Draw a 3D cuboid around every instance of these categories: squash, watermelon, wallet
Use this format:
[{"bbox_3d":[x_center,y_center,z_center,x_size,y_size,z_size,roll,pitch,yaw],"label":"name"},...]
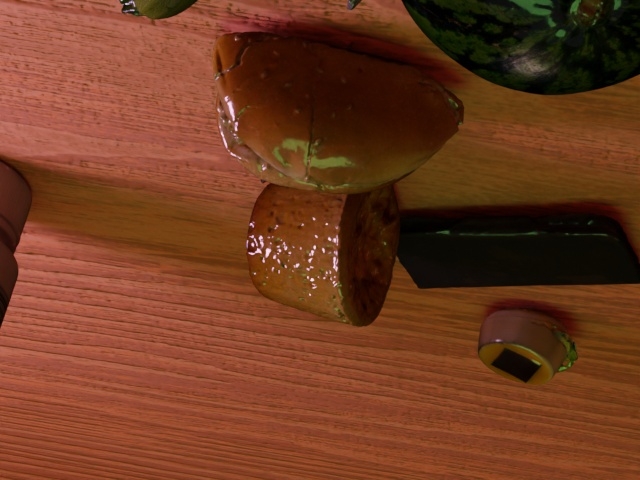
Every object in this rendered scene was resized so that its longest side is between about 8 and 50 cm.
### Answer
[{"bbox_3d":[-0.133,-0.276,1.380,0.066,0.066,0.252,24,150,-20],"label":"squash"},{"bbox_3d":[0.186,-0.257,1.085,0.285,0.285,0.285,10,151,5],"label":"watermelon"},{"bbox_3d":[0.244,0.014,1.766,0.309,0.042,0.165,-1,150,25],"label":"wallet"}]

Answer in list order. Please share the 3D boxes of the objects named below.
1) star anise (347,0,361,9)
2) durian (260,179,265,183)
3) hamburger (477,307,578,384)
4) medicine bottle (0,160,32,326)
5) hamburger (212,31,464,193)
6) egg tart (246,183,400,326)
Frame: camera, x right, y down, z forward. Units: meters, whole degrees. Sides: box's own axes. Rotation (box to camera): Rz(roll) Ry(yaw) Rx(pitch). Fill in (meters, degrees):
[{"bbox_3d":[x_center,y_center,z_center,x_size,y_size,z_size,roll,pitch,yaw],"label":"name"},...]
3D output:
[{"bbox_3d":[0.048,-0.283,1.307,0.208,0.063,0.172,27,152,-31],"label":"star anise"},{"bbox_3d":[-0.041,-0.108,1.634,0.110,0.071,0.140,24,160,-15],"label":"durian"},{"bbox_3d":[0.291,0.146,1.941,0.141,0.081,0.126,17,151,16],"label":"hamburger"},{"bbox_3d":[-0.515,0.058,1.834,0.208,0.340,0.208,9,151,5],"label":"medicine bottle"},{"bbox_3d":[0.009,-0.128,1.493,0.283,0.157,0.144,13,151,4],"label":"hamburger"},{"bbox_3d":[0.000,0.000,1.683,0.147,0.203,0.202,7,151,21],"label":"egg tart"}]
